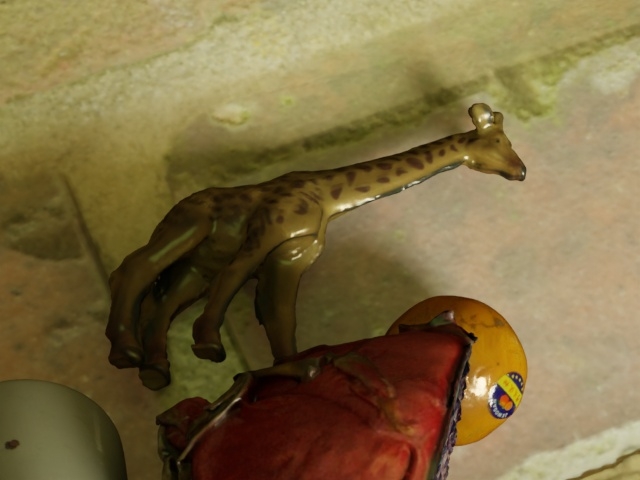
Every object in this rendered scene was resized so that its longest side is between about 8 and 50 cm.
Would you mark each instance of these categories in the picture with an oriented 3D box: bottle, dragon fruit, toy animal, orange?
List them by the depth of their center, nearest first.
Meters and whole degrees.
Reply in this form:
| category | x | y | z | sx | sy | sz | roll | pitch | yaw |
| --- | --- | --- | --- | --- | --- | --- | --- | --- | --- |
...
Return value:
| category | x | y | z | sx | sy | sz | roll | pitch | yaw |
| --- | --- | --- | --- | --- | --- | --- | --- | --- | --- |
| bottle | -0.136 | 0.176 | 0.901 | 0.110 | 0.110 | 0.233 | -5 | 36 | -8 |
| dragon fruit | -0.016 | 0.135 | 0.922 | 0.148 | 0.223 | 0.218 | 12 | 46 | 5 |
| orange | 0.071 | 0.070 | 1.040 | 0.084 | 0.083 | 0.083 | 2 | 64 | -4 |
| toy animal | -0.007 | -0.004 | 1.077 | 0.149 | 0.054 | 0.275 | 24 | 49 | 32 |
